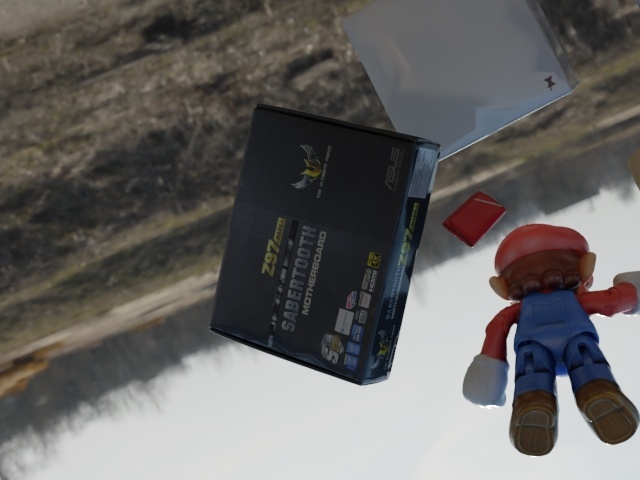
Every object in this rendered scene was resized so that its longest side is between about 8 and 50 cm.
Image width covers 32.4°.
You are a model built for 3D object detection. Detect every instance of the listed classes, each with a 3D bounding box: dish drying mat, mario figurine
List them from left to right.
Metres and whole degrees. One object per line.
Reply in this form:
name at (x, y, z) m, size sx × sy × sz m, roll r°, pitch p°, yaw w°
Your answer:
dish drying mat at (0.130, -0.019, 0.923) m, size 0.008 × 0.032 × 0.083 m, roll -57°, pitch 169°, yaw 33°
mario figurine at (0.278, 0.116, 1.256) m, size 0.320 × 0.198 × 0.170 m, roll -82°, pitch -168°, yaw -52°

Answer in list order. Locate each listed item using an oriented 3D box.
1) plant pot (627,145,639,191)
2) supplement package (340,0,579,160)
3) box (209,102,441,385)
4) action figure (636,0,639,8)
plant pot at (0.523, -0.106, 1.632) m, size 0.109 × 0.096 × 0.109 m, roll 25°, pitch 112°, yaw -33°
supplement package at (0.181, -0.227, 1.349) m, size 0.199 × 0.198 × 0.263 m, roll -27°, pitch -178°, yaw 17°
box at (0.000, 0.000, 1.046) m, size 0.183 × 0.232 × 0.059 m, roll 17°, pitch -172°, yaw 32°
action figure at (0.381, -0.244, 0.867) m, size 0.341 × 0.178 × 0.330 m, roll 2°, pitch -140°, yaw 34°
